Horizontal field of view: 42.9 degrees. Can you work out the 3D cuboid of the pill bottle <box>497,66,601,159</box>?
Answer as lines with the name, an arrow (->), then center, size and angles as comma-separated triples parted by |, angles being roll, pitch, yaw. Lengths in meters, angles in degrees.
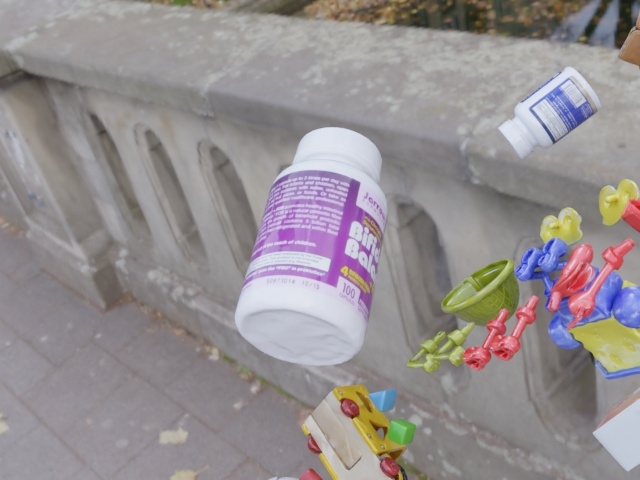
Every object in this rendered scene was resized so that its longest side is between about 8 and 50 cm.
pill bottle -> 0.462, -0.254, 1.658 | 0.186, 0.112, 0.112 | -37, 32, 11

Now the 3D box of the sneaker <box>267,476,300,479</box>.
sneaker -> -0.089, 0.441, 1.345 | 0.252, 0.111, 0.103 | -7, 54, -10

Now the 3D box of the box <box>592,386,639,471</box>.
box -> 0.603, 0.317, 1.480 | 0.091, 0.170, 0.130 | 49, 33, 14

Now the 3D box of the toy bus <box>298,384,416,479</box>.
toy bus -> 0.070, 0.303, 1.157 | 0.191, 0.202, 0.104 | 0, -3, 41

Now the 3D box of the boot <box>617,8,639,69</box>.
boot -> 0.444, -0.260, 0.920 | 0.152, 0.197, 0.073 | 26, 28, 11

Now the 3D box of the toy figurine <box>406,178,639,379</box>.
toy figurine -> 0.285, 0.111, 0.889 | 0.191, 0.217, 0.362 | -57, 8, -26

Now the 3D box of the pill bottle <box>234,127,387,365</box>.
pill bottle -> 0.000, 0.000, 1.091 | 0.169, 0.169, 0.301 | -2, 55, 21
